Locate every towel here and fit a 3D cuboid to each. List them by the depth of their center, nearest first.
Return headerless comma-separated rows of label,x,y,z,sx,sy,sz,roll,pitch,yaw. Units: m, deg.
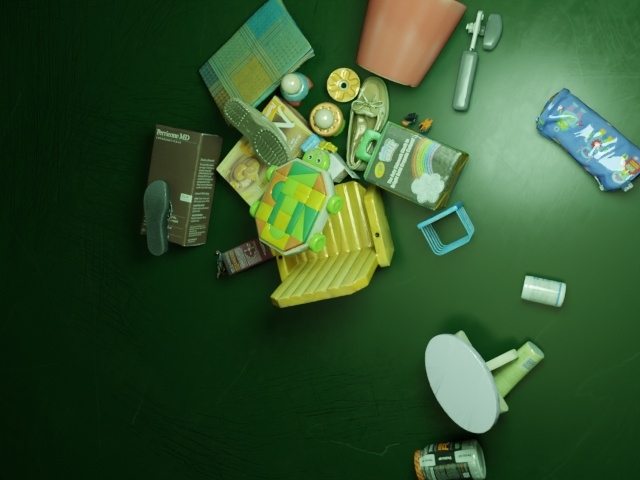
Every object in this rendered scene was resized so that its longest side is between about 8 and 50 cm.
towel,-0.212,-0.572,1.805,0.370,0.040,0.271,-37,67,21

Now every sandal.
sandal,-0.528,-0.078,1.849,0.097,0.054,0.254,18,111,25

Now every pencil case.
pencil case,0.702,-0.256,1.473,0.306,0.119,0.133,46,110,11

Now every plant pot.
plant pot,0.229,-0.575,1.558,0.275,0.275,0.243,30,115,16

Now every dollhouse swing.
dollhouse swing,0.000,0.000,1.662,0.347,0.305,0.314,-13,90,22

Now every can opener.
can opener,0.432,-0.500,1.576,0.093,0.074,0.280,17,101,18

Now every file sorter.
file sorter,0.362,-0.034,1.596,0.118,0.170,0.104,-28,89,21

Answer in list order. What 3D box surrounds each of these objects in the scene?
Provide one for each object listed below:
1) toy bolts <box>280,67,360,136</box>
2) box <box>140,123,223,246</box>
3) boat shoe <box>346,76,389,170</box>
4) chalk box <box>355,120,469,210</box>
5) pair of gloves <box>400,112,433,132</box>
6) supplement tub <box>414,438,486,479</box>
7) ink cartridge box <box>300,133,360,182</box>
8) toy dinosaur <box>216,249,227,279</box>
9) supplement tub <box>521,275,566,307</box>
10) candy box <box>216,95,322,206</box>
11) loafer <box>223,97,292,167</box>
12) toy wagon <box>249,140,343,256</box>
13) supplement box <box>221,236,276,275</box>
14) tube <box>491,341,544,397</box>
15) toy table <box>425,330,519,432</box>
toy bolts,-0.008,-0.442,1.677,0.229,0.158,0.218,31,100,3
box,-0.470,-0.185,1.910,0.191,0.143,0.380,14,98,19
boat shoe,0.138,-0.350,1.691,0.105,0.089,0.284,11,99,19
chalk box,0.248,-0.225,1.617,0.289,0.179,0.180,28,105,17
pair of gloves,0.284,-0.345,1.653,0.083,0.074,0.010,27,140,18
supplement tub,0.384,0.661,1.677,0.191,0.117,0.116,-16,89,20
ink cartridge box,0.031,-0.234,1.708,0.061,0.104,0.181,-44,81,15
toy dinosaur,-0.350,0.078,1.942,0.090,0.047,0.082,-36,64,30
supplement tub,0.619,0.141,1.566,0.107,0.071,0.070,13,99,18
candy box,-0.167,-0.281,1.812,0.183,0.088,0.316,47,108,11
loafer,-0.177,-0.331,1.719,0.102,0.092,0.268,-37,98,27
toy wagon,-0.061,-0.133,1.627,0.267,0.068,0.344,29,98,32
supplement box,-0.214,0.041,1.851,0.188,0.104,0.080,-23,86,21
tube,0.538,0.391,1.631,0.062,0.070,0.240,26,115,-28
toy table,0.423,0.386,1.586,0.252,0.161,0.274,-27,73,37
